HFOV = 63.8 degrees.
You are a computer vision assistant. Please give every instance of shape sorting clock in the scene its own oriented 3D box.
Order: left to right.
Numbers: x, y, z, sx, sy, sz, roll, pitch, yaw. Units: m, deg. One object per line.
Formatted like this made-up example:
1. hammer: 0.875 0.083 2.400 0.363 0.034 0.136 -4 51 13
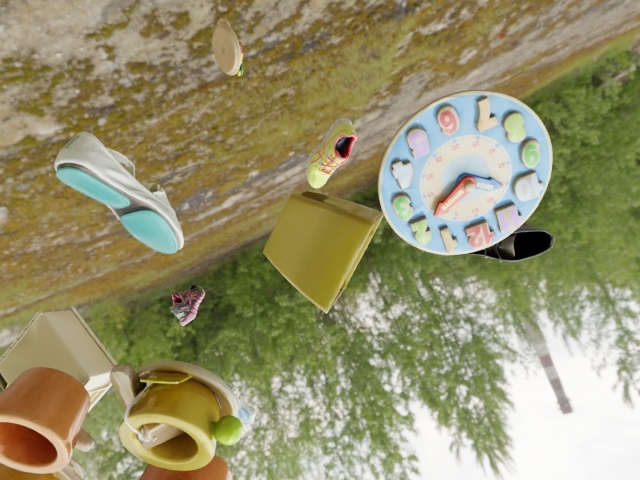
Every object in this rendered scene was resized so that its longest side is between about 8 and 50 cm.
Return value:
1. shape sorting clock: 0.170 -0.071 0.603 0.206 0.206 0.040 -23 -147 9

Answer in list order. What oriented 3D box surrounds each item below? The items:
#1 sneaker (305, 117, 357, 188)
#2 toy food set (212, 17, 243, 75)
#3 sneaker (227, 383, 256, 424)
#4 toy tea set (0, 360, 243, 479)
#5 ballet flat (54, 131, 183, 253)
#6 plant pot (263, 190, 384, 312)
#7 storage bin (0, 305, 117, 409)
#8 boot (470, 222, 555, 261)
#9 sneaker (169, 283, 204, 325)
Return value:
1. sneaker: 0.030 -0.226 1.390 0.081 0.094 0.209 15 116 -33
2. toy food set: -0.152 -0.313 0.843 0.020 0.083 0.083 -24 150 -34
3. sneaker: -0.235 0.428 1.350 0.087 0.093 0.229 1 158 25
4. toy tea set: -0.217 0.196 0.394 0.335 0.200 0.124 -1 -146 8
5. ballet flat: -0.445 -0.111 1.223 0.139 0.139 0.400 -23 144 11
6. plant pot: 0.000 0.000 1.129 0.212 0.187 0.212 -63 173 14
7. storage bin: -0.749 0.373 1.453 0.260 0.262 0.123 -48 164 10
8. boot: 0.263 -0.010 0.832 0.219 0.082 0.106 -2 -173 -15
9. sneaker: -0.275 0.119 1.048 0.047 0.057 0.119 -39 -159 17
